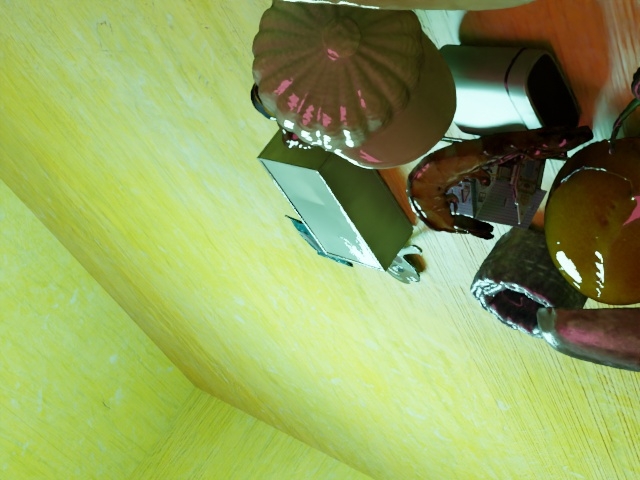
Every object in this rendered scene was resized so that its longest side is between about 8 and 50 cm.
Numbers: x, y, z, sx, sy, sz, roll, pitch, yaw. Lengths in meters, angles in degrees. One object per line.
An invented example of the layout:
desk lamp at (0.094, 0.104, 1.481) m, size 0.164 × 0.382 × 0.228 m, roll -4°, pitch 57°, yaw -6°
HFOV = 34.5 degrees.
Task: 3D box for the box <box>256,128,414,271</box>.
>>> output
box at (0.025, -0.066, 1.511) m, size 0.130 × 0.086 × 0.225 m, roll 16°, pitch 152°, yaw 44°

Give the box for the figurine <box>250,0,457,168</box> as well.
figurine at (-0.010, -0.186, 1.106) m, size 0.205 × 0.185 × 0.332 m, roll 16°, pitch -179°, yaw -32°

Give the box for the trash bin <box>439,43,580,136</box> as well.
trash bin at (0.194, -0.153, 1.090) m, size 0.130 × 0.059 × 0.116 m, roll 16°, pitch 153°, yaw 45°

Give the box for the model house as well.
model house at (0.190, -0.066, 1.171) m, size 0.117 × 0.088 × 0.167 m, roll 9°, pitch -176°, yaw -37°

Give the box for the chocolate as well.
chocolate at (0.377, 0.113, 1.174) m, size 0.254 × 0.080 × 0.157 m, roll -2°, pitch 176°, yaw 19°

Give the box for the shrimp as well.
shrimp at (0.189, -0.057, 1.073) m, size 0.195 × 0.035 × 0.147 m, roll -14°, pitch 136°, yaw 8°

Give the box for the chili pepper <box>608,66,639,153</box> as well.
chili pepper at (0.344, -0.145, 0.848) m, size 0.279 × 0.065 × 0.122 m, roll -1°, pitch 116°, yaw 55°

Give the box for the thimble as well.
thimble at (0.280, 0.056, 1.357) m, size 0.150 × 0.097 × 0.150 m, roll 30°, pitch 159°, yaw 13°

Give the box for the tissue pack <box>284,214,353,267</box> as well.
tissue pack at (0.000, 0.000, 1.784) m, size 0.085 × 0.028 × 0.138 m, roll 24°, pitch 162°, yaw 37°

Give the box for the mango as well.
mango at (0.317, -0.024, 1.073) m, size 0.166 × 0.136 × 0.236 m, roll 36°, pitch 155°, yaw 8°

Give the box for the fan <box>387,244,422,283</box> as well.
fan at (0.113, 0.019, 1.639) m, size 0.152 × 0.008 × 0.227 m, roll 40°, pitch 166°, yaw -9°

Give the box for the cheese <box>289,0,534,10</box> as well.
cheese at (0.040, -0.284, 0.797) m, size 0.384 × 0.104 × 0.384 m, roll 7°, pitch 160°, yaw 3°
